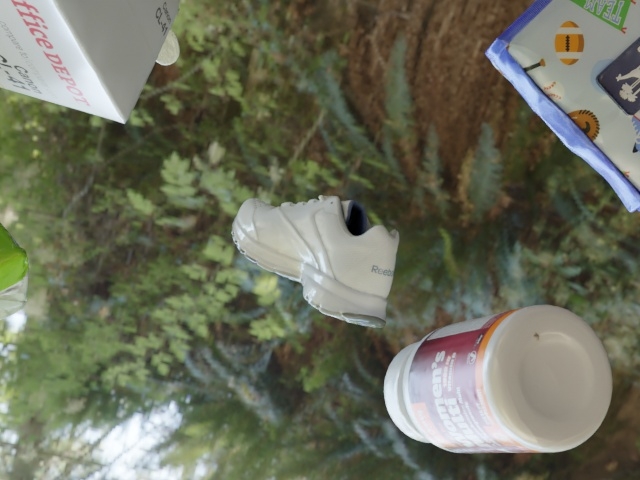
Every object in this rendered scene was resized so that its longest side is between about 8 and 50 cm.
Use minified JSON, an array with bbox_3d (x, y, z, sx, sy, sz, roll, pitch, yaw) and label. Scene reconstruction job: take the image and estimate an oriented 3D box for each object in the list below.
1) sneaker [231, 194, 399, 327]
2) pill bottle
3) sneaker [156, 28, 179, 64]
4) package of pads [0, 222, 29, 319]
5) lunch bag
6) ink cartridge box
[{"bbox_3d":[0.000,0.000,1.318,0.111,0.129,0.297,15,-170,-43],"label":"sneaker"},{"bbox_3d":[0.148,0.130,0.964,0.121,0.121,0.221,8,166,-21],"label":"pill bottle"},{"bbox_3d":[-0.287,-0.360,1.756,0.152,0.058,0.085,49,-173,-39],"label":"sneaker"},{"bbox_3d":[-0.434,0.022,0.921,0.296,0.101,0.229,-29,-117,-27],"label":"package of pads"},{"bbox_3d":[0.441,-0.247,1.444,0.328,0.239,0.385,47,-120,2],"label":"lunch bag"},{"bbox_3d":[-0.286,-0.226,0.815,0.306,0.131,0.226,18,162,12],"label":"ink cartridge box"}]
